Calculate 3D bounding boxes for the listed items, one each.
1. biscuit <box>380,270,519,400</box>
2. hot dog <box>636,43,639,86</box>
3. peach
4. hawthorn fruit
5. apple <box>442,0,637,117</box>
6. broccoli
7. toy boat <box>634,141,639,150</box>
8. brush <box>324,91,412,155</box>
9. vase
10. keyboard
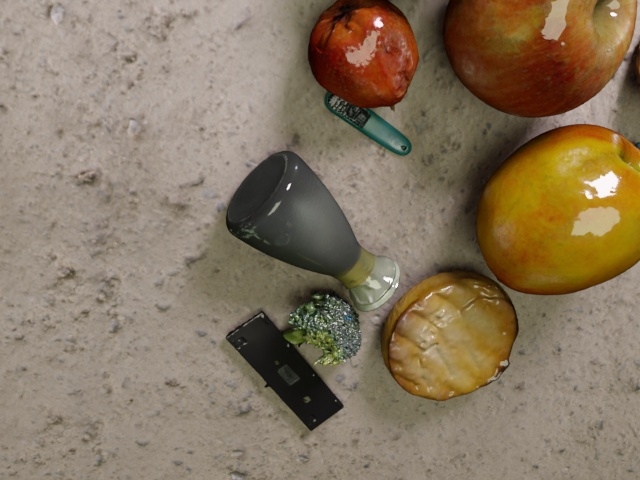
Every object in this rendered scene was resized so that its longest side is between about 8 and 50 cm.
[{"bbox_3d":[0.267,0.197,1.193,0.296,0.102,0.296,-6,114,-12],"label":"biscuit"},{"bbox_3d":[0.676,-0.355,1.019,0.175,0.114,0.259,18,107,-13],"label":"hot dog"},{"bbox_3d":[0.430,-0.041,1.023,0.308,0.307,0.332,31,121,-22],"label":"peach"},{"bbox_3d":[0.070,-0.300,0.910,0.179,0.173,0.173,7,115,-42],"label":"hawthorn fruit"},{"bbox_3d":[0.326,-0.342,0.888,0.302,0.301,0.301,-4,115,-9],"label":"apple"},{"bbox_3d":[0.001,0.178,1.128,0.160,0.167,0.154,-27,87,30],"label":"broccoli"},{"bbox_3d":[0.592,-0.135,1.133,0.066,0.059,0.140,30,106,9],"label":"toy boat"},{"bbox_3d":[0.090,-0.206,1.015,0.193,0.032,0.043,31,105,-20],"label":"brush"},{"bbox_3d":[0.000,0.000,1.029,0.173,0.173,0.321,-45,121,10],"label":"vase"},{"bbox_3d":[-0.073,0.281,1.206,0.106,0.027,0.317,-35,116,2],"label":"keyboard"}]
